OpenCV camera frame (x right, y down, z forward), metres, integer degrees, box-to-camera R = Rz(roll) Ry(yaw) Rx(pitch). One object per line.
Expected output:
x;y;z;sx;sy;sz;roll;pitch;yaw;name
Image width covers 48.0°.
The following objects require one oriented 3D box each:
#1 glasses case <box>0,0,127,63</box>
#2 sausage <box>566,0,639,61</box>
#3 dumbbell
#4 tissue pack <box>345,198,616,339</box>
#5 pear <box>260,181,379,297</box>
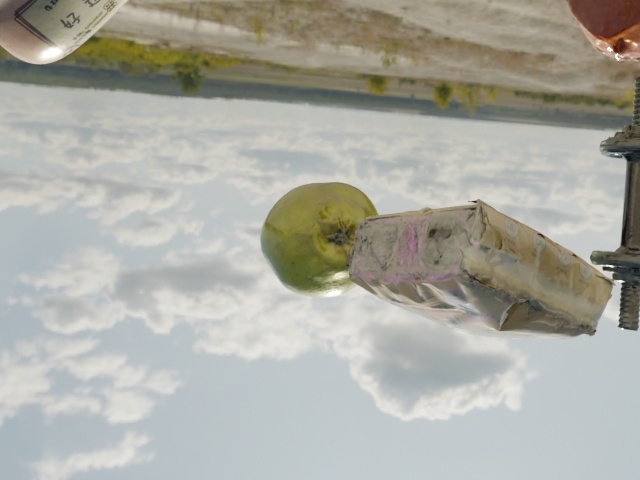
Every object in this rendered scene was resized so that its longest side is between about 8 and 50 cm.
-0.235;-0.323;0.782;0.075;0.314;0.122;45;-177;21;glasses case
0.367;-0.295;0.727;0.141;0.153;0.268;-28;171;-28;sausage
0.316;-0.036;0.720;0.082;0.253;0.081;3;-179;0;dumbbell
0.193;0.051;0.880;0.257;0.123;0.215;26;162;-32;tissue pack
0.000;0.000;1.272;0.212;0.212;0.269;2;174;-16;pear
